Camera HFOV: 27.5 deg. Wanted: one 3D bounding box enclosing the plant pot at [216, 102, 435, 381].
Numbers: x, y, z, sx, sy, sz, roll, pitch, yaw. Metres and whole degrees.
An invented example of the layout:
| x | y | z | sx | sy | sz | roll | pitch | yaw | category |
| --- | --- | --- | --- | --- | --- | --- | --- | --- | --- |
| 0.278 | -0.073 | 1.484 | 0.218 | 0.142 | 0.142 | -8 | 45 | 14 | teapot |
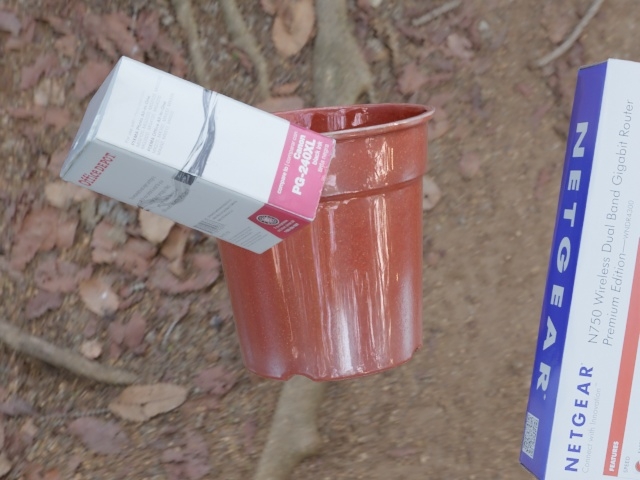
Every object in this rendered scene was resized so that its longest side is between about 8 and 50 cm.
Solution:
| x | y | z | sx | sy | sz | roll | pitch | yaw | category |
| --- | --- | --- | --- | --- | --- | --- | --- | --- | --- |
| 0.000 | 0.000 | 1.420 | 0.272 | 0.272 | 0.265 | -9 | 101 | -18 | plant pot |

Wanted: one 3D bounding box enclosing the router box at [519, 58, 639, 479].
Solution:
| x | y | z | sx | sy | sz | roll | pitch | yaw | category |
| --- | --- | --- | --- | --- | --- | --- | --- | --- | --- |
| 0.336 | 0.043 | 1.043 | 0.301 | 0.082 | 0.335 | 9 | 92 | -5 | router box |

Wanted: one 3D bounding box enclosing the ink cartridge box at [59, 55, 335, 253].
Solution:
| x | y | z | sx | sy | sz | roll | pitch | yaw | category |
| --- | --- | --- | --- | --- | --- | --- | --- | --- | --- |
| -0.083 | -0.053 | 0.856 | 0.150 | 0.109 | 0.063 | 21 | 72 | -16 | ink cartridge box |
